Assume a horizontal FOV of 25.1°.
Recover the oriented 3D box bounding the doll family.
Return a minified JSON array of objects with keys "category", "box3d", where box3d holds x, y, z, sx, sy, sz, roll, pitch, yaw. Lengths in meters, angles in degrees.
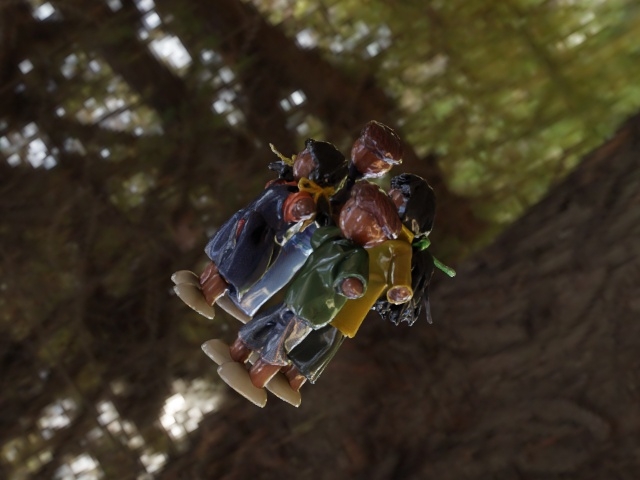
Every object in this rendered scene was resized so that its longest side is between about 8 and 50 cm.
[{"category":"doll family","box3d":[0.000,0.000,0.608,0.076,0.111,0.193,36,-174,-28]}]
